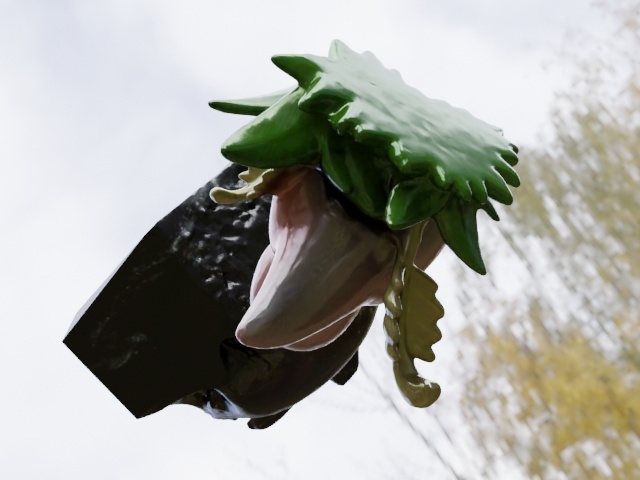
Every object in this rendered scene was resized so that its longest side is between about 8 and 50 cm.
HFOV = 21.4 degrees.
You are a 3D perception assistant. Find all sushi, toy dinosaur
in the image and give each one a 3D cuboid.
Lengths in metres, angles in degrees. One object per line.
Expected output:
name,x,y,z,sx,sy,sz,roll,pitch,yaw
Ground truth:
sushi,-0.052,0.048,1.496,0.215,0.212,0.227,-50,-7,31
toy dinosaur,-0.007,-0.002,0.852,0.152,0.194,0.177,25,-63,-9
